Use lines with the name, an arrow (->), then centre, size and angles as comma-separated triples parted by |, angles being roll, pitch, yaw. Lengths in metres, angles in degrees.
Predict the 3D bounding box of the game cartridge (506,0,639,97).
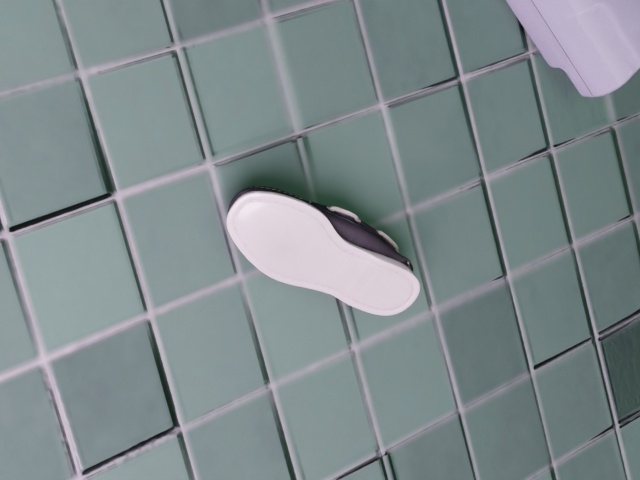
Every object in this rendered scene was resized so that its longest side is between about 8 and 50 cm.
game cartridge -> 0.199, -0.261, 0.961 | 0.297, 0.062, 0.198 | -52, 123, -24

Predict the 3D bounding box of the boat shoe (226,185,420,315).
boat shoe -> 0.000, 0.000, 0.810 | 0.125, 0.038, 0.046 | 23, 116, -30
